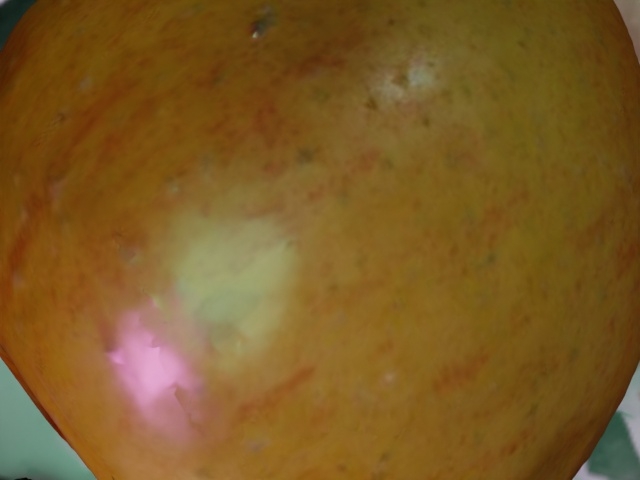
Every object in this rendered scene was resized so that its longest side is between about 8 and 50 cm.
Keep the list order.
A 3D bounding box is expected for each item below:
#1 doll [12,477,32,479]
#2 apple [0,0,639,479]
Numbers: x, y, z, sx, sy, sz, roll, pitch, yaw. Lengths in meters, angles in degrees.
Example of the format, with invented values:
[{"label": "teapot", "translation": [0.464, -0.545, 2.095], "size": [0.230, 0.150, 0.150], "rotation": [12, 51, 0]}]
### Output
[{"label": "doll", "translation": [-0.111, 0.174, 0.928], "size": [0.165, 0.057, 0.139], "rotation": [-25, 91, 21]}, {"label": "apple", "translation": [0.000, 0.000, 0.782], "size": [0.275, 0.299, 0.299], "rotation": [-37, 86, -16]}]
